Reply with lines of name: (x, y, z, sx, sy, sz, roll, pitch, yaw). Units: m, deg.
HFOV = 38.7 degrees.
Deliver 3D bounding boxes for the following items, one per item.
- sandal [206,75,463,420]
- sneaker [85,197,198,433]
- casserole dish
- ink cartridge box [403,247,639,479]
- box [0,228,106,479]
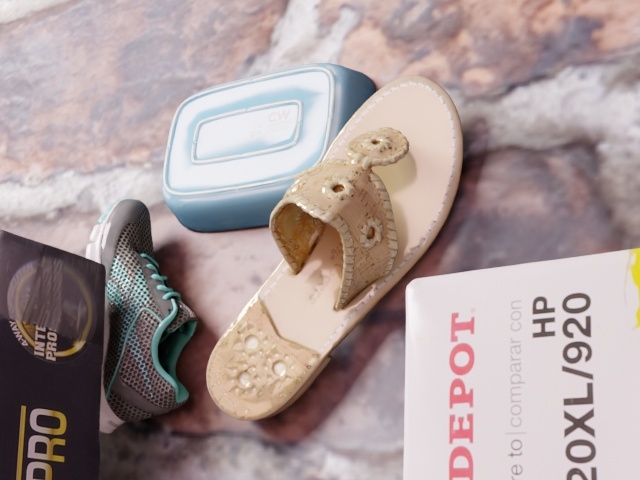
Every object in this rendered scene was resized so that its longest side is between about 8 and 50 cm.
sandal: (0.005, 0.003, 0.532, 0.088, 0.079, 0.240, 33, 92, 16)
sneaker: (-0.119, 0.048, 0.630, 0.076, 0.065, 0.167, -8, 69, 15)
casserole dish: (-0.043, -0.068, 0.638, 0.188, 0.037, 0.114, -6, 67, 30)
ink cartridge box: (0.167, 0.102, 0.338, 0.232, 0.168, 0.171, -9, 65, 31)
box: (-0.301, 0.205, 0.616, 0.394, 0.097, 0.318, -22, 57, 35)
